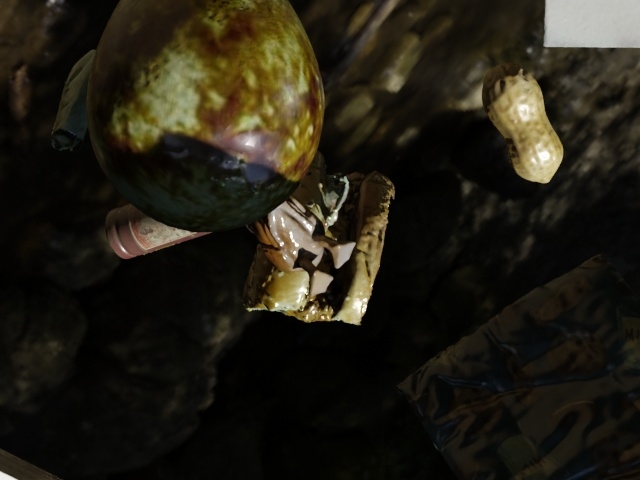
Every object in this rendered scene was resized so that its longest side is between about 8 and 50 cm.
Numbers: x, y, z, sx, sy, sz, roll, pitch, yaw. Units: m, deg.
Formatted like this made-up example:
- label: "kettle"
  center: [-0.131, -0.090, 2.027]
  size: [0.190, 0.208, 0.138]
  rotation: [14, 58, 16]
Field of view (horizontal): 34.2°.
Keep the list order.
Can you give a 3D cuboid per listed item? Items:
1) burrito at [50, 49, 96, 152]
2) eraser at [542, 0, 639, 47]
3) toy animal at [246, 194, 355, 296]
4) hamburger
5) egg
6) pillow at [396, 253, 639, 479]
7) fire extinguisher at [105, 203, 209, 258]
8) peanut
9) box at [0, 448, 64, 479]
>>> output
- label: "burrito"
  center: [-0.273, -0.161, 1.182]
  size: [0.074, 0.044, 0.118]
  rotation: [160, -55, -74]
- label: "eraser"
  center: [0.343, -0.405, 1.087]
  size: [0.082, 0.213, 0.397]
  rotation: [-55, 145, -61]
- label: "toy animal"
  center: [-0.052, -0.019, 1.310]
  size: [0.089, 0.179, 0.188]
  rotation: [-48, 147, -13]
- label: "hamburger"
  center: [0.000, 0.000, 1.671]
  size: [0.318, 0.195, 0.277]
  rotation: [164, -60, -83]
- label: "egg"
  center: [-0.113, -0.152, 1.050]
  size: [0.238, 0.238, 0.289]
  rotation: [-17, 116, -70]
- label: "pillow"
  center: [0.196, 0.151, 0.719]
  size: [0.189, 0.255, 0.034]
  rotation: [-34, 157, -3]
- label: "fire extinguisher"
  center: [-0.180, -0.039, 1.414]
  size: [0.252, 0.075, 0.106]
  rotation: [-16, 178, 22]
- label: "peanut"
  center: [0.333, -0.187, 1.706]
  size: [0.098, 0.229, 0.103]
  rotation: [-9, -151, 37]
- label: "box"
  center: [-0.355, 0.242, 0.859]
  size: [0.200, 0.065, 0.343]
  rotation: [-49, 137, -5]
